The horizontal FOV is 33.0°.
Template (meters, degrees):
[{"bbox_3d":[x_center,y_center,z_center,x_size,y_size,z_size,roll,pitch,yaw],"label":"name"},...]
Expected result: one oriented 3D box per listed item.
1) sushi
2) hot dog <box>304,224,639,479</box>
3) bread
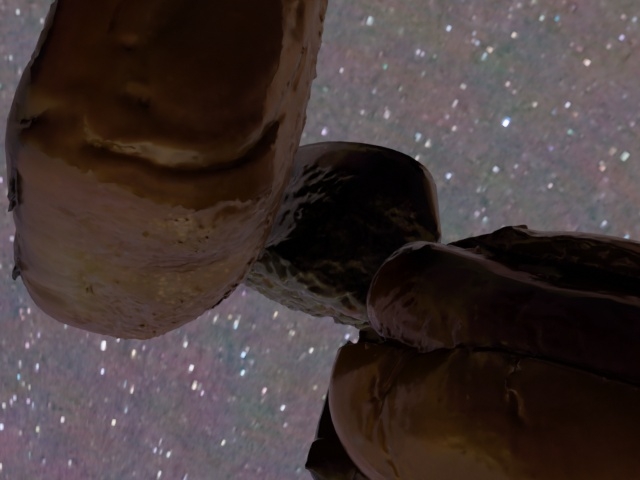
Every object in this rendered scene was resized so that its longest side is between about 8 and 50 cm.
[{"bbox_3d":[0.000,0.000,0.877,0.136,0.225,0.126,30,-106,-26],"label":"sushi"},{"bbox_3d":[0.129,0.053,0.464,0.326,0.107,0.194,-3,-146,25],"label":"hot dog"},{"bbox_3d":[-0.078,-0.118,0.678,0.148,0.337,0.328,18,-115,-8],"label":"bread"}]
